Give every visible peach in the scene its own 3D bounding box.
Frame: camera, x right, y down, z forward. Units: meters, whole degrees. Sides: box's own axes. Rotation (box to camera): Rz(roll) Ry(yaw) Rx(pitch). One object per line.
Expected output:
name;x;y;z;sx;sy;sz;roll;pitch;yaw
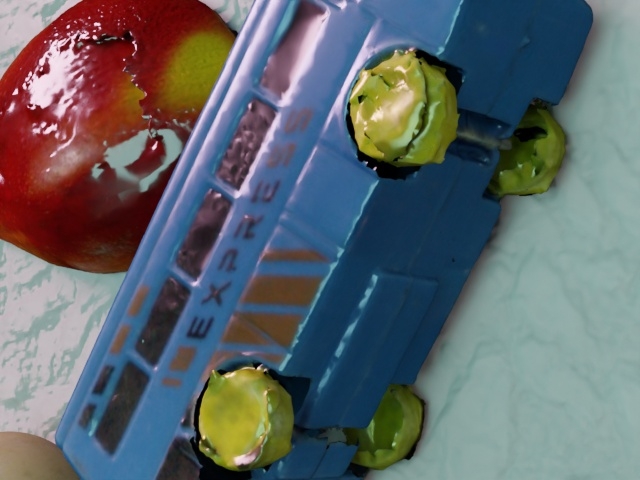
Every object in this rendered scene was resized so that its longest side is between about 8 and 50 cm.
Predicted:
peach;-0.159;-0.070;0.973;0.279;0.068;0.189;-20;77;27

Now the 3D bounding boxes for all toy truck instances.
toy truck;0.000;0.000;0.833;0.162;0.161;0.385;35;106;35

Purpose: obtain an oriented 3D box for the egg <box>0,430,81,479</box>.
egg;-0.193;0.221;0.929;0.164;0.164;0.202;-16;76;27
